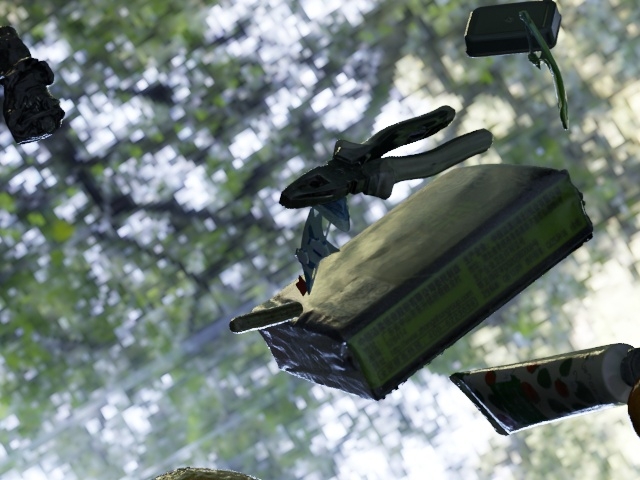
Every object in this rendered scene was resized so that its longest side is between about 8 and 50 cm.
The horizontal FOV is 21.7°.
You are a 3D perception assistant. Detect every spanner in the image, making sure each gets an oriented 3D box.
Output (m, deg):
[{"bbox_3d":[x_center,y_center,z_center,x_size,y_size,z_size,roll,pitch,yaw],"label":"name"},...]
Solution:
[{"bbox_3d":[0.073,-0.091,1.934,0.325,0.040,0.095,-23,-132,-41],"label":"spanner"}]

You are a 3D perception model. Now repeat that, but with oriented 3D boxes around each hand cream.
[{"bbox_3d":[0.236,0.149,1.678,0.095,0.276,0.059,48,-122,-12],"label":"hand cream"}]

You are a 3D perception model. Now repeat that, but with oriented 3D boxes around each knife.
[{"bbox_3d":[0.244,-0.179,1.779,0.166,0.022,0.078,-105,-8,-48],"label":"knife"}]

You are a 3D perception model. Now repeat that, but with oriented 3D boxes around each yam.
[{"bbox_3d":[-0.059,0.084,1.808,0.116,0.021,0.021,-14,-108,-53],"label":"yam"}]

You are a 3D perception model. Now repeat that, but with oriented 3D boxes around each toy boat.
[{"bbox_3d":[-0.002,-0.011,2.078,0.034,0.149,0.105,0,-134,-27],"label":"toy boat"}]

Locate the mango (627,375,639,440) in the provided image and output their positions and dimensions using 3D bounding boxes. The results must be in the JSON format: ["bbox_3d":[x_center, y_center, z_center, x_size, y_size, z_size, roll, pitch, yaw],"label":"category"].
[{"bbox_3d":[0.350,0.136,1.483,0.089,0.165,0.115,44,-151,-27],"label":"mango"}]

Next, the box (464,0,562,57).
[{"bbox_3d":[0.257,-0.286,2.239,0.091,0.126,0.031,-70,-30,-46],"label":"box"}]

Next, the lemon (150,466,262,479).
[{"bbox_3d":[-0.140,0.456,2.173,0.336,0.336,0.336,51,-163,-23],"label":"lemon"}]

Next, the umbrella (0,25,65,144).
[{"bbox_3d":[-0.392,-0.218,2.178,0.224,0.080,0.071,-119,4,-48],"label":"umbrella"}]

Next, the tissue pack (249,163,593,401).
[{"bbox_3d":[0.132,0.044,2.229,0.288,0.394,0.124,8,130,61],"label":"tissue pack"}]
